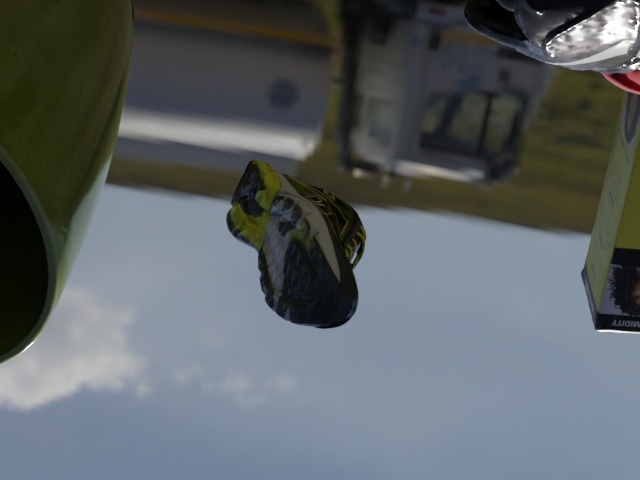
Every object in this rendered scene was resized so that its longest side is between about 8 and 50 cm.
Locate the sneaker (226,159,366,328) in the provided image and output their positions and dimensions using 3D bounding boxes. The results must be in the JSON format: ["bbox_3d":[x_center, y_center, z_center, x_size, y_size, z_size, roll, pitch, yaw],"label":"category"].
[{"bbox_3d":[0.000,0.000,0.542,0.035,0.031,0.083,12,-157,-24],"label":"sneaker"}]

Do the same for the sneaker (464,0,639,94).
[{"bbox_3d":[0.142,-0.129,0.766,0.135,0.097,0.276,7,168,-17],"label":"sneaker"}]

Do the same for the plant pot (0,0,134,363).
[{"bbox_3d":[-0.252,-0.101,1.356,0.275,0.274,0.293,13,-138,14],"label":"plant pot"}]

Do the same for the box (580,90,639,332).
[{"bbox_3d":[0.210,-0.053,1.041,0.087,0.232,0.058,4,-144,-6],"label":"box"}]
